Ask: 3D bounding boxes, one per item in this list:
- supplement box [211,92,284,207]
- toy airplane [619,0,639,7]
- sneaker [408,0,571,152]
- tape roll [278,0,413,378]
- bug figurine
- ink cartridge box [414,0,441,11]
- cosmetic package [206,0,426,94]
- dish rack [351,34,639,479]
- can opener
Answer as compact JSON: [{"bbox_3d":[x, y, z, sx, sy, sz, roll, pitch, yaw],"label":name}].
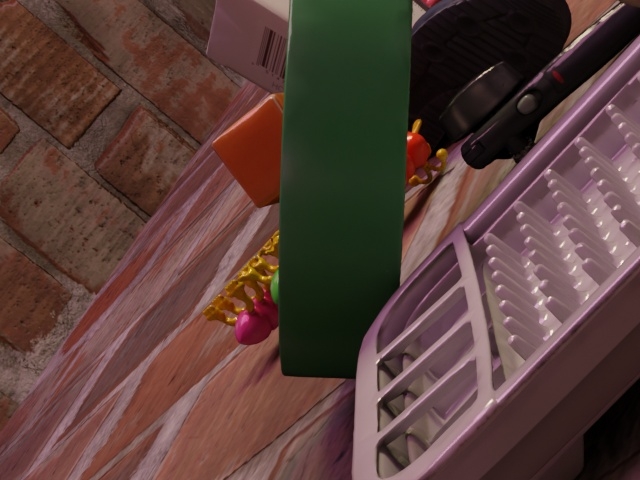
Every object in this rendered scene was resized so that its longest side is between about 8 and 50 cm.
[{"bbox_3d":[-0.019,-0.089,1.523,0.078,0.080,0.233,-38,-3,16],"label":"supplement box"},{"bbox_3d":[0.232,-0.292,1.072,0.384,0.272,0.386,3,27,22],"label":"toy airplane"},{"bbox_3d":[0.133,-0.182,1.463,0.131,0.112,0.319,-58,13,-27],"label":"sneaker"},{"bbox_3d":[0.019,-0.067,1.101,0.321,0.077,0.321,2,-90,-88],"label":"tape roll"},{"bbox_3d":[0.000,0.000,1.484,0.216,0.072,0.279,-48,2,-29],"label":"bug figurine"},{"bbox_3d":[0.158,-0.299,1.613,0.176,0.128,0.127,-50,52,7],"label":"ink cartridge box"},{"bbox_3d":[0.087,-0.348,1.882,0.453,0.230,0.161,-54,-7,-27],"label":"cosmetic package"},{"bbox_3d":[0.150,-0.005,0.804,0.333,0.072,0.285,-48,9,13],"label":"dish rack"},{"bbox_3d":[0.173,-0.120,1.202,0.186,0.073,0.059,-38,5,17],"label":"can opener"}]
